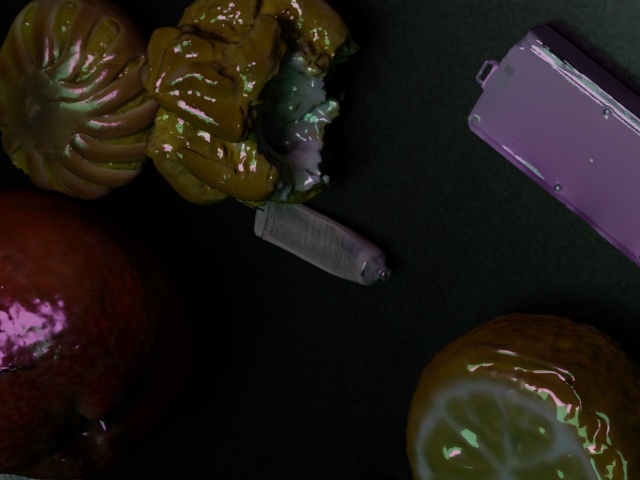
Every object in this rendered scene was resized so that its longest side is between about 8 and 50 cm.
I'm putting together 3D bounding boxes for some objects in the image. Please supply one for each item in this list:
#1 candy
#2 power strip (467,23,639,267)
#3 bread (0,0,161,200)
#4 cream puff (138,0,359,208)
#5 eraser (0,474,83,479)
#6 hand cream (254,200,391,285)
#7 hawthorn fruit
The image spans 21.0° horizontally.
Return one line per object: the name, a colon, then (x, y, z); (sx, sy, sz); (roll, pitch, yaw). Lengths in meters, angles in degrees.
candy: (0.191, 0.189, 1.509); (0.260, 0.118, 0.260); (14, 115, 34)
power strip: (0.245, -0.063, 1.427); (0.279, 0.037, 0.109); (41, 125, 17)
bread: (-0.247, -0.140, 1.710); (0.213, 0.104, 0.213); (12, 113, 29)
cream puff: (-0.081, -0.136, 1.549); (0.194, 0.194, 0.221); (21, 115, 28)
eraser: (-0.286, 0.327, 1.920); (0.089, 0.061, 0.352); (-19, 99, 44)
hand cream: (0.000, 0.000, 1.635); (0.165, 0.037, 0.057); (28, 121, 33)
hawthorn fruit: (-0.299, 0.073, 1.739); (0.369, 0.284, 0.285); (45, 130, 40)
